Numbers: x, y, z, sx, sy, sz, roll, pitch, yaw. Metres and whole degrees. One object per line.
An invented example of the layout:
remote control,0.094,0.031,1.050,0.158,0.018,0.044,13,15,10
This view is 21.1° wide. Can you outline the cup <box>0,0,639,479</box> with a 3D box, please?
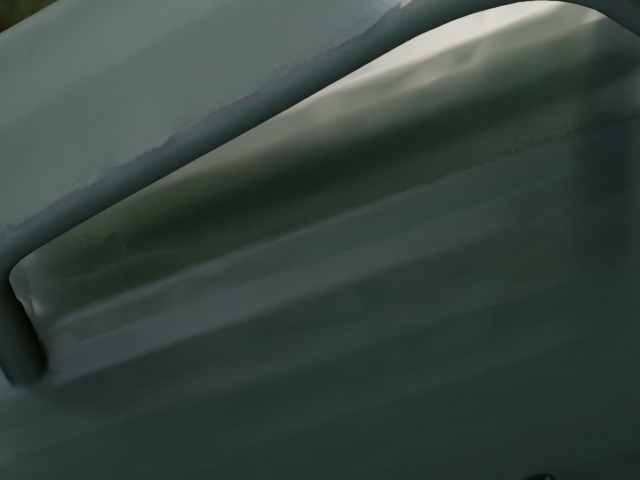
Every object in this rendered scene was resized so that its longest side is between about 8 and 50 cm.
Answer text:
cup,-0.006,-0.012,0.707,0.310,0.392,0.401,-116,9,-52
